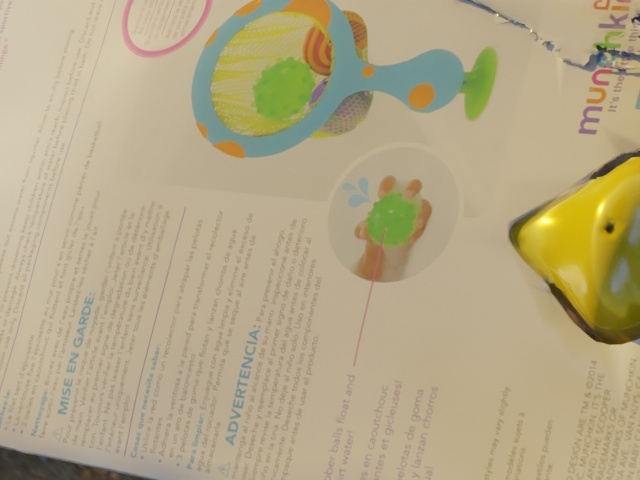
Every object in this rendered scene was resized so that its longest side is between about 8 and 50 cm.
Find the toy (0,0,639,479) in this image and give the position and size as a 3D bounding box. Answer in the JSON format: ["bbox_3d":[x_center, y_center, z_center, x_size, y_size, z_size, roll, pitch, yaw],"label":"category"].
[{"bbox_3d":[0.000,0.000,0.423,0.237,0.056,0.137,5,73,35],"label":"toy"}]
